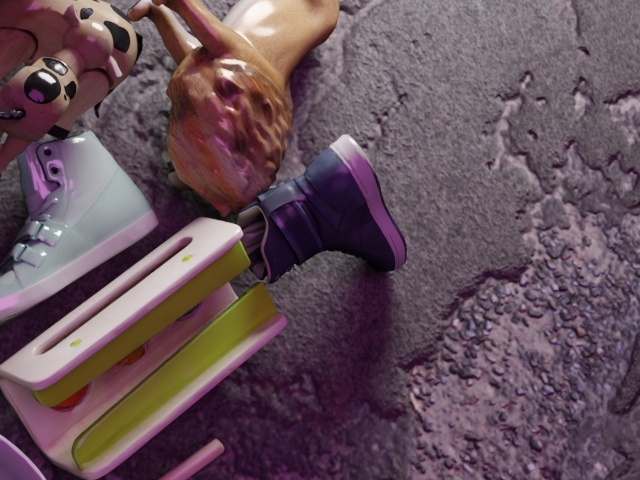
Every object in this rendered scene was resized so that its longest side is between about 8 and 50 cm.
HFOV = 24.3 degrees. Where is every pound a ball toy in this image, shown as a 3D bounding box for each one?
[{"bbox_3d":[-0.185,0.149,1.515,0.319,0.135,0.208,-39,117,-26],"label":"pound a ball toy"}]

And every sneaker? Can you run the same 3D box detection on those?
[{"bbox_3d":[-0.301,-0.014,1.512,0.256,0.094,0.151,-37,97,-36],"label":"sneaker"},{"bbox_3d":[-0.001,-0.002,1.605,0.163,0.226,0.086,-37,54,-6],"label":"sneaker"}]

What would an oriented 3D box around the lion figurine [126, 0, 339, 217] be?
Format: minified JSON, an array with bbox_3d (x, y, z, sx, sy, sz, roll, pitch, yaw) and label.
[{"bbox_3d":[-0.065,-0.226,1.644,0.240,0.142,0.392,48,59,-16],"label":"lion figurine"}]

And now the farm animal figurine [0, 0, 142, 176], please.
[{"bbox_3d":[-0.280,-0.206,1.410,0.172,0.327,0.330,-44,66,15],"label":"farm animal figurine"}]

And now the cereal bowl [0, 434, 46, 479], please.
[{"bbox_3d":[-0.398,0.326,1.356,0.339,0.141,0.339,6,73,-21],"label":"cereal bowl"}]
